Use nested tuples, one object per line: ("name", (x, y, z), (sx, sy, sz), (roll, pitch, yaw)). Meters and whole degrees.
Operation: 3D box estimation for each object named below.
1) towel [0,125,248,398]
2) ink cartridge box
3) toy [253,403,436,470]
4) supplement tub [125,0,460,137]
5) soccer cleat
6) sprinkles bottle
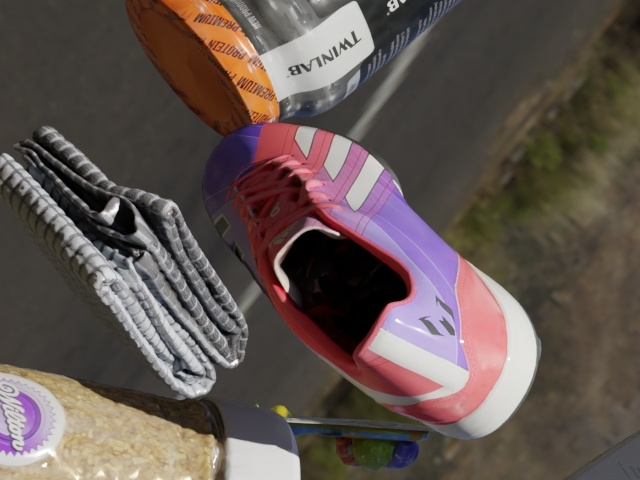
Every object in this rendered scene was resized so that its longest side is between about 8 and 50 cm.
("towel", (-0.211, 0.017, 1.953), (0.121, 0.235, 0.284), (-42, 142, -10))
("ink cartridge box", (0.275, 0.298, 1.939), (0.218, 0.092, 0.158), (-31, 170, -9))
("toy", (0.039, 0.216, 1.948), (0.137, 0.237, 0.056), (175, -76, -78))
("supplement tub", (0.012, -0.247, 1.554), (0.338, 0.207, 0.207), (-42, 174, -16))
("soccer cleat", (0.000, 0.000, 1.060), (0.109, 0.116, 0.318), (-56, -140, 9))
("sprinkles bottle", (-0.192, 0.123, 1.009), (0.121, 0.355, 0.121), (-167, -90, -68))
